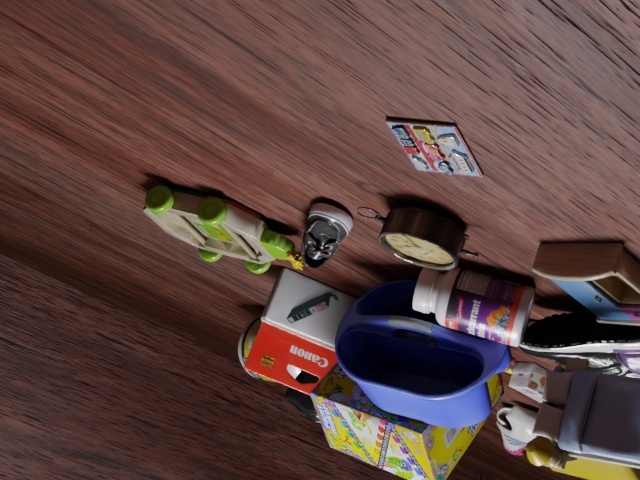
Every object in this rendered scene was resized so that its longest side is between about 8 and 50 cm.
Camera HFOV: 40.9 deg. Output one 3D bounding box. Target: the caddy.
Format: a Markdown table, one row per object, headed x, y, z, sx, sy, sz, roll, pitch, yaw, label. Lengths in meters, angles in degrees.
| x | y | z | sx | sy | sz | roll | pitch | yaw | label |
| --- | --- | --- | --- | --- | --- | --- | --- | --- | --- |
| 0.193 | 0.199 | 1.611 | 0.341 | 0.241 | 0.179 | 8 | 145 | 34 | caddy |

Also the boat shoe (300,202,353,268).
| x | y | z | sx | sy | sz | roll | pitch | yaw | label |
| --- | --- | --- | --- | --- | --- | --- | --- | --- | --- |
| 0.000 | 0.000 | 1.521 | 0.080 | 0.076 | 0.228 | 22 | 163 | -4 | boat shoe |

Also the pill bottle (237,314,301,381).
| x | y | z | sx | sy | sz | roll | pitch | yaw | label |
| --- | --- | --- | --- | --- | --- | --- | --- | --- | --- |
| -0.063 | 0.301 | 2.335 | 0.188 | 0.188 | 0.334 | 32 | 160 | -33 | pill bottle |

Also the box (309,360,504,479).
| x | y | z | sx | sy | sz | roll | pitch | yaw | label |
| --- | --- | --- | --- | --- | --- | --- | --- | --- | --- |
| 0.186 | 0.318 | 1.800 | 0.279 | 0.290 | 0.177 | 14 | 135 | 38 | box |

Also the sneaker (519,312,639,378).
| x | y | z | sx | sy | sz | roll | pitch | yaw | label |
| --- | --- | --- | --- | --- | --- | --- | --- | --- | --- |
| 0.461 | 0.200 | 1.443 | 0.283 | 0.107 | 0.124 | -5 | 115 | 49 | sneaker |

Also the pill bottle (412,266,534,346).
| x | y | z | sx | sy | sz | roll | pitch | yaw | label |
| --- | --- | --- | --- | --- | --- | --- | --- | --- | --- |
| 0.264 | 0.108 | 1.491 | 0.193 | 0.108 | 0.108 | 15 | 162 | 19 | pill bottle |

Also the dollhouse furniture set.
| x | y | z | sx | sy | sz | roll | pitch | yaw | label |
| --- | --- | --- | --- | --- | --- | --- | --- | --- | --- |
| 0.418 | 0.182 | 1.206 | 0.198 | 0.303 | 0.286 | 31 | 160 | -34 | dollhouse furniture set |

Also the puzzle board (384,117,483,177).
| x | y | z | sx | sy | sz | roll | pitch | yaw | label |
| --- | --- | --- | --- | --- | --- | --- | --- | --- | --- |
| 0.147 | -0.116 | 1.104 | 0.096 | 0.011 | 0.128 | 10 | 161 | 31 | puzzle board |

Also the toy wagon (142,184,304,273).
| x | y | z | sx | sy | sz | roll | pitch | yaw | label |
| --- | --- | --- | --- | --- | --- | --- | --- | --- | --- |
| -0.181 | -0.015 | 1.706 | 0.344 | 0.068 | 0.267 | 13 | 162 | 23 | toy wagon |

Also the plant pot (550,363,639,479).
| x | y | z | sx | sy | sz | roll | pitch | yaw | label |
| --- | --- | --- | --- | --- | --- | --- | --- | --- | --- |
| 0.573 | 0.365 | 1.790 | 0.212 | 0.212 | 0.187 | 4 | 144 | 44 | plant pot |

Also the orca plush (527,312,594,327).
| x | y | z | sx | sy | sz | roll | pitch | yaw | label |
| --- | --- | --- | --- | --- | --- | --- | --- | --- | --- |
| 0.464 | 0.200 | 1.552 | 0.287 | 0.102 | 0.151 | 7 | 159 | 38 | orca plush |

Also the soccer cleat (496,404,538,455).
| x | y | z | sx | sy | sz | roll | pitch | yaw | label |
| --- | --- | --- | --- | --- | --- | --- | --- | --- | --- |
| 0.572 | 0.540 | 2.505 | 0.143 | 0.116 | 0.331 | 34 | 163 | 10 | soccer cleat |

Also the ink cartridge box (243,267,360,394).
| x | y | z | sx | sy | sz | roll | pitch | yaw | label |
| --- | --- | --- | --- | --- | --- | --- | --- | --- | --- |
| -0.006 | 0.224 | 1.941 | 0.275 | 0.239 | 0.060 | 24 | 163 | -10 | ink cartridge box |

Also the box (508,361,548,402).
| x | y | z | sx | sy | sz | roll | pitch | yaw | label |
| --- | --- | --- | --- | --- | --- | --- | --- | --- | --- |
| 0.579 | 0.374 | 2.022 | 0.324 | 0.063 | 0.067 | 29 | 162 | -26 | box |

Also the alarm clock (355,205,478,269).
| x | y | z | sx | sy | sz | roll | pitch | yaw | label |
| --- | --- | --- | --- | --- | --- | --- | --- | --- | --- |
| 0.142 | -0.014 | 1.334 | 0.192 | 0.064 | 0.129 | 22 | 163 | -13 | alarm clock |

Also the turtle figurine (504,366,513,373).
| x | y | z | sx | sy | sz | roll | pitch | yaw | label |
| --- | --- | --- | --- | --- | --- | --- | --- | --- | --- |
| 0.331 | 0.354 | 1.982 | 0.087 | 0.217 | 0.269 | 45 | 164 | 9 | turtle figurine |

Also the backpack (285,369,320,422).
| x | y | z | sx | sy | sz | roll | pitch | yaw | label |
| --- | --- | --- | --- | --- | --- | --- | --- | --- | --- |
| 0.139 | 0.388 | 2.142 | 0.273 | 0.290 | 0.355 | 42 | 179 | 37 | backpack |
